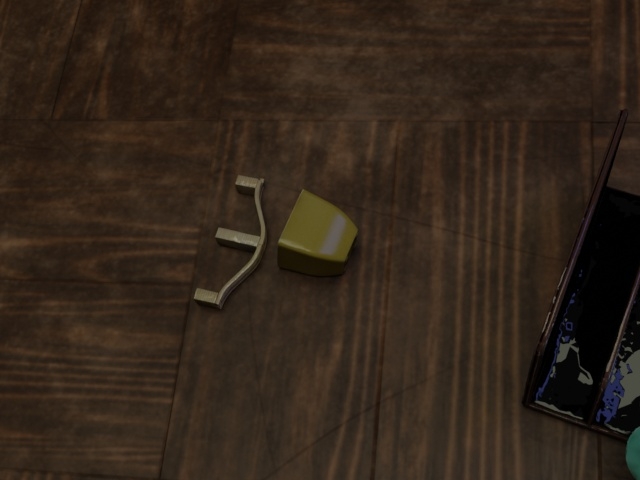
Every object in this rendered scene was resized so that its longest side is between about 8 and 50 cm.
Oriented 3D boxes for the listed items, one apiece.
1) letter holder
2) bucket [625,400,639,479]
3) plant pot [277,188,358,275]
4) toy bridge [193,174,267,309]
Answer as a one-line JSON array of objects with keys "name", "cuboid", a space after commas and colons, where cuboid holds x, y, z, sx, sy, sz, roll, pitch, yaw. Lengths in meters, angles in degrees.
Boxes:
[{"name": "letter holder", "cuboid": [0.341, 0.038, 1.061, 0.152, 0.214, 0.301, 18, 68, 17]}, {"name": "bucket", "cuboid": [0.452, 0.209, 0.913, 0.281, 0.183, 0.281, 1, 88, -17]}, {"name": "plant pot", "cuboid": [0.000, 0.000, 1.216, 0.083, 0.081, 0.081, 22, 69, 6]}, {"name": "toy bridge", "cuboid": [-0.102, 0.001, 1.259, 0.063, 0.026, 0.188, 13, 66, 12]}]
